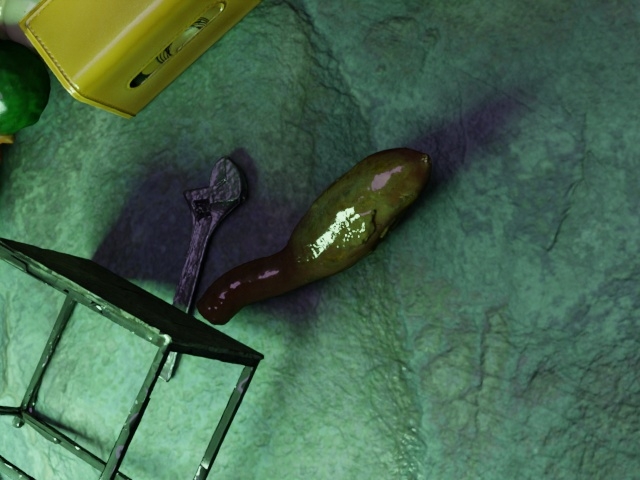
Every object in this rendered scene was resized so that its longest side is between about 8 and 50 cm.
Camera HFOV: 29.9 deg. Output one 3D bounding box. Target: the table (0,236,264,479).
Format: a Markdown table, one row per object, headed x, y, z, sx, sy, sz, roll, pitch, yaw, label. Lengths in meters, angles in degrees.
| x | y | z | sx | sy | sz | roll | pitch | yaw | label |
| --- | --- | --- | --- | --- | --- | --- | --- | --- | --- |
| -0.307 | 0.193 | 1.568 | 0.335 | 0.222 | 0.272 | 25 | 93 | 30 | table |

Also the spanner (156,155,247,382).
| x | y | z | sx | sy | sz | roll | pitch | yaw | label |
| --- | --- | --- | --- | --- | --- | --- | --- | --- | --- |
| -0.175 | 0.038 | 1.667 | 0.093 | 0.026 | 0.326 | 16 | 91 | 20 | spanner |

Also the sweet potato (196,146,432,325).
| x | y | z | sx | sy | sz | roll | pitch | yaw | label |
| --- | --- | --- | --- | --- | --- | --- | --- | --- | --- |
| 0.000 | 0.000 | 1.569 | 0.385 | 0.109 | 0.109 | -38 | 72 | 25 | sweet potato |

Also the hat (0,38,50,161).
| x | y | z | sx | sy | sz | roll | pitch | yaw | label |
| --- | --- | --- | --- | --- | --- | --- | --- | --- | --- |
| -0.570 | -0.127 | 1.683 | 0.285 | 0.285 | 0.400 | 40 | 105 | 20 | hat |

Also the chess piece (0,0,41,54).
| x | y | z | sx | sy | sz | roll | pitch | yaw | label |
| --- | --- | --- | --- | --- | --- | --- | --- | --- | --- |
| -0.483 | -0.360 | 1.765 | 0.299 | 0.167 | 0.167 | 26 | 93 | 14 | chess piece |

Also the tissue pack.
| x | y | z | sx | sy | sz | roll | pitch | yaw | label |
| --- | --- | --- | --- | --- | --- | --- | --- | --- | --- |
| -0.234 | -0.315 | 1.644 | 0.274 | 0.194 | 0.145 | -39 | 77 | 12 | tissue pack |
